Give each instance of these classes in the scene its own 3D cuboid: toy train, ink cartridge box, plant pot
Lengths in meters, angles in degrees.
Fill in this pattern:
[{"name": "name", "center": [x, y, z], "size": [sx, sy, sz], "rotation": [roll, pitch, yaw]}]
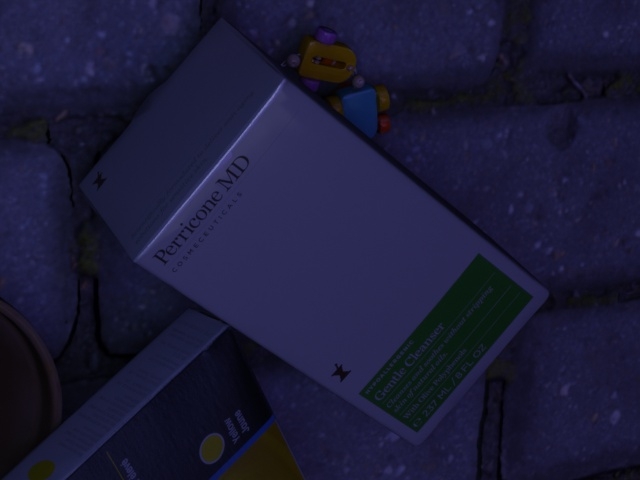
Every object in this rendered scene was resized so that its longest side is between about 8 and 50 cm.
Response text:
[{"name": "toy train", "center": [-0.014, -0.127, 1.403], "size": [0.125, 0.046, 0.166], "rotation": [-46, 128, 6]}, {"name": "ink cartridge box", "center": [-0.142, 0.267, 1.327], "size": [0.307, 0.072, 0.303], "rotation": [-45, 130, -28]}, {"name": "plant pot", "center": [-0.336, 0.132, 1.252], "size": [0.237, 0.110, 0.237], "rotation": [-9, 108, -28]}]

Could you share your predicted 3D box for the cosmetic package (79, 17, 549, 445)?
[{"name": "cosmetic package", "center": [0.000, 0.000, 1.358], "size": [0.365, 0.155, 0.197], "rotation": [35, 98, -37]}]
